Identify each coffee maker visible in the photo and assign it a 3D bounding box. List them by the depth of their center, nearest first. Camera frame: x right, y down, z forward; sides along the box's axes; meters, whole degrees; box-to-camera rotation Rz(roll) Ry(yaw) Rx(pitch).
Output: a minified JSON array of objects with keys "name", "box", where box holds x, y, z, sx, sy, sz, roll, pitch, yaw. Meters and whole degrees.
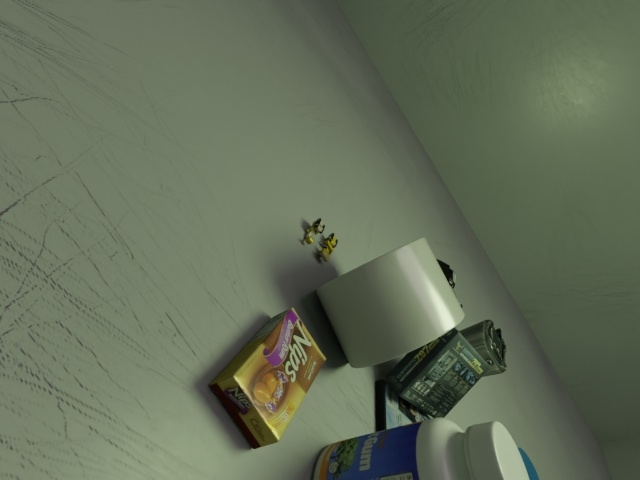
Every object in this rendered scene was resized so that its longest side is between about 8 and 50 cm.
[{"name":"coffee maker","box":[0.369,0.144,1.306,0.171,0.120,0.178,49,29,-21]}]

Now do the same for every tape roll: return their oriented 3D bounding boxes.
[{"name":"tape roll","box":[0.133,0.120,0.798,0.246,0.246,0.169,-10,73,-61]}]

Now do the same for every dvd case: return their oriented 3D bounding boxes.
[{"name":"dvd case","box":[0.196,0.432,0.851,0.253,0.022,0.180,45,32,-28]}]

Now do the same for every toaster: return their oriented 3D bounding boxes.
[{"name":"toaster","box":[0.512,0.352,1.319,0.129,0.146,0.227,60,28,-4]}]

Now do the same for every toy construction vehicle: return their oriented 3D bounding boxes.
[{"name":"toy construction vehicle","box":[0.000,0.000,0.925,0.086,0.035,0.098,59,28,-27]}]

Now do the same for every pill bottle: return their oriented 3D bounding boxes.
[{"name":"pill bottle","box":[0.136,0.340,0.567,0.152,0.272,0.152,40,33,-34]}]

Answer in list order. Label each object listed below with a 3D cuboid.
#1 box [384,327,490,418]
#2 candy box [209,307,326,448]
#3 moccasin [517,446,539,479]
[{"name":"box","box":[0.271,0.297,0.912,0.233,0.183,0.059,42,1,-41]},{"name":"candy box","box":[-0.067,0.194,0.602,0.109,0.053,0.187,58,29,-5]},{"name":"moccasin","box":[0.469,0.666,0.996,0.138,0.117,0.342,47,33,1]}]
